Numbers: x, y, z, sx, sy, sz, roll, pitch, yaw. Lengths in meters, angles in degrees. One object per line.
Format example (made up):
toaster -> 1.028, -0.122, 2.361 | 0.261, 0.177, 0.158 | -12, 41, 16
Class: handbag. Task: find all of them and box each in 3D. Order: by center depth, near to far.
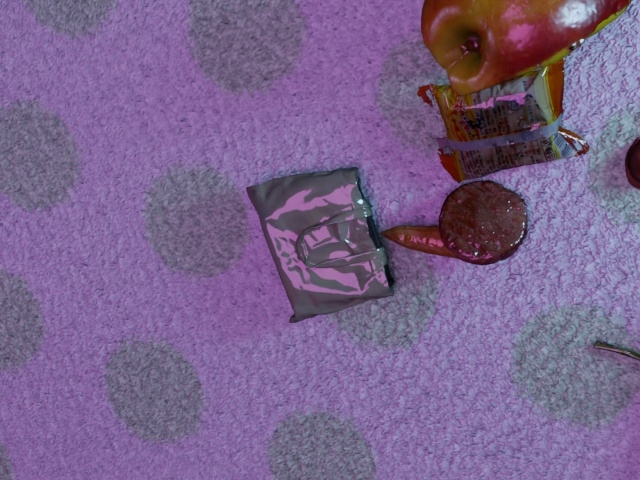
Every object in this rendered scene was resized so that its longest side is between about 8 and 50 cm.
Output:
handbag -> 0.005, 0.003, 2.037 | 0.253, 0.109, 0.316 | -15, 98, 17

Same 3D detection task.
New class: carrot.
carrot -> 0.224, -0.004, 1.973 | 0.205, 0.072, 0.072 | 9, 106, 12

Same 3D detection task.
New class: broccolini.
broccolini -> 0.657, 0.241, 1.922 | 0.218, 0.042, 0.044 | 14, 109, 21

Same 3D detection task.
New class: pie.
pie -> 0.321, -0.037, 1.909 | 0.182, 0.049, 0.182 | -3, 66, 8

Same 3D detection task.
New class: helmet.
helmet -> 0.622, -0.143, 1.817 | 0.089, 0.057, 0.111 | 9, 106, 14

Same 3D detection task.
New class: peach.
peach -> 0.375, -0.436, 1.697 | 0.306, 0.380, 0.242 | -18, 99, 48

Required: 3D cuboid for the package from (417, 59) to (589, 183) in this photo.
package -> 0.349, -0.227, 1.846 | 0.288, 0.108, 0.223 | -14, 116, 17
